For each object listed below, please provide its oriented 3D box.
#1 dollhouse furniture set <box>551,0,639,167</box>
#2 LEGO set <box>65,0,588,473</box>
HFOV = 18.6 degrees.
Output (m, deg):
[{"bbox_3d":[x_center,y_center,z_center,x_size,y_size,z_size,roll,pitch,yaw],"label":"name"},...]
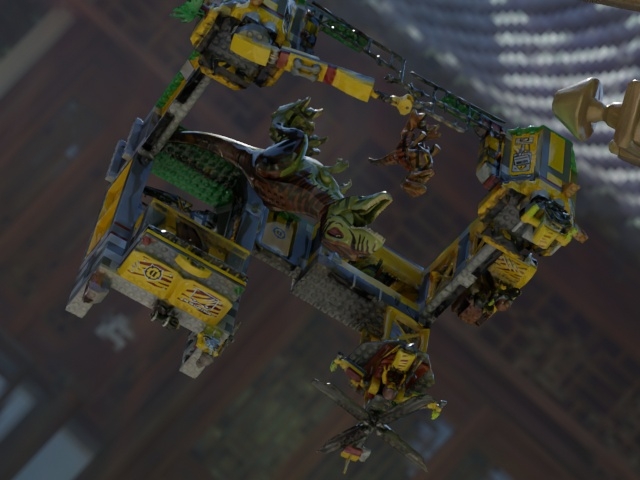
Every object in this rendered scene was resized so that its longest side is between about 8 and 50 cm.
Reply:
[{"bbox_3d":[0.227,-0.208,1.386,0.174,0.303,0.355,15,0,25],"label":"dollhouse furniture set"},{"bbox_3d":[0.000,0.000,1.232,0.331,0.255,0.192,36,37,-21],"label":"LEGO set"}]
